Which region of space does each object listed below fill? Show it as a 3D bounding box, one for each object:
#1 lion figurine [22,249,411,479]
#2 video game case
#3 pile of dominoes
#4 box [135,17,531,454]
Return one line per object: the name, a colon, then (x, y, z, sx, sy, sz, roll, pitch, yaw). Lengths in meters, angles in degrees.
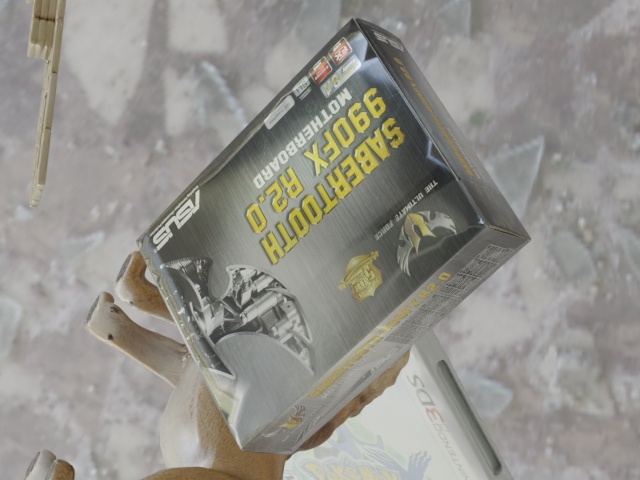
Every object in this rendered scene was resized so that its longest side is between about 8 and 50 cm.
lion figurine: (-0.069, 0.144, 1.168, 0.240, 0.392, 0.142, 29, 136, -12)
video game case: (0.032, 0.181, 1.694, 0.329, 0.036, 0.300, -3, 125, 46)
pile of dominoes: (-0.303, -0.161, 1.705, 0.040, 0.196, 0.251, 7, 77, -12)
box: (0.000, 0.000, 1.052, 0.231, 0.056, 0.183, -43, 57, 24)
